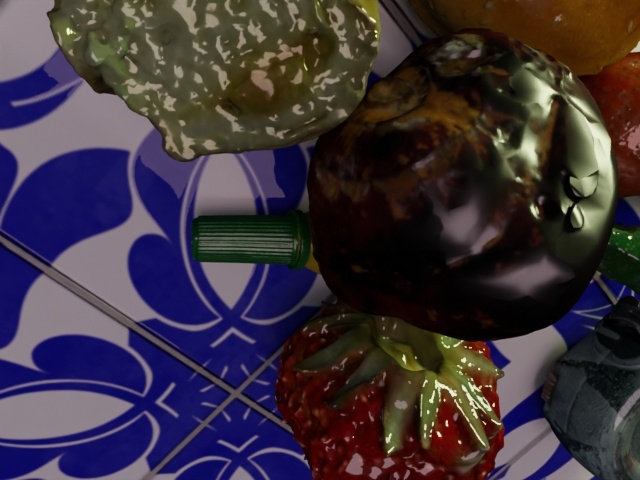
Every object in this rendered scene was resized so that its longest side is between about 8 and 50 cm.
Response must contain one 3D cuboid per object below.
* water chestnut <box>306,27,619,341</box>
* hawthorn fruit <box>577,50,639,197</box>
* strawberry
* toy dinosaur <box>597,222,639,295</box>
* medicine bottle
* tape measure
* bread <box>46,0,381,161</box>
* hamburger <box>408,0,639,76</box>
[{"bbox_3d":[0.128,-0.040,0.447,0.289,0.244,0.289,1,79,-7],"label":"water chestnut"},{"bbox_3d":[0.349,-0.130,0.550,0.189,0.189,0.189,-4,112,-11],"label":"hawthorn fruit"},{"bbox_3d":[0.072,0.236,0.601,0.292,0.292,0.343,3,125,-13],"label":"strawberry"},{"bbox_3d":[0.449,0.057,0.571,0.447,0.301,0.087,21,107,-21],"label":"toy dinosaur"},{"bbox_3d":[0.000,0.000,0.574,0.308,0.076,0.111,1,95,-11],"label":"medicine bottle"},{"bbox_3d":[0.499,0.248,0.744,0.256,0.147,0.275,24,101,-22],"label":"tape measure"},{"bbox_3d":[-0.068,-0.188,0.398,0.238,0.252,0.196,-11,118,-2],"label":"bread"},{"bbox_3d":[0.223,-0.315,0.445,0.314,0.170,0.290,29,103,-21],"label":"hamburger"}]
